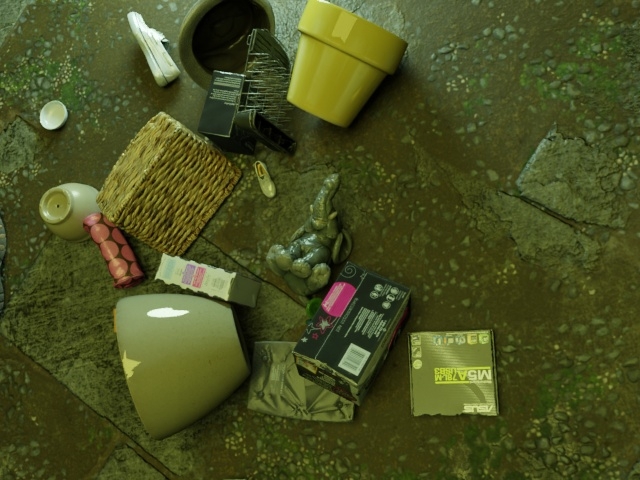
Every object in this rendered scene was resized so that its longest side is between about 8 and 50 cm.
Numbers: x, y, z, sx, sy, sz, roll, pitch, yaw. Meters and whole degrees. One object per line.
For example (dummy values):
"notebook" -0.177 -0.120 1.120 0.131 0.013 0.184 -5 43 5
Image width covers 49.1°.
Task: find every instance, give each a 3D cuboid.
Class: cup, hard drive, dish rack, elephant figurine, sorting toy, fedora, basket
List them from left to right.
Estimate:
"basket" -0.393 -0.142 1.790 0.299 0.223 0.213 -54 37 1
"cup" -0.292 0.254 1.587 0.237 0.331 0.331 -17 75 -4
"fedora" -0.250 -0.523 1.776 0.275 0.244 0.124 -49 41 2
"dish rack" -0.118 -0.364 1.695 0.074 0.208 0.271 5 79 25
"hard drive" -0.036 0.324 1.614 0.254 0.054 0.172 3 81 16
"sorting toy" -0.008 0.174 1.621 0.061 0.102 0.042 -50 29 -18
"elephant figurine" 0.000 0.000 1.621 0.169 0.186 0.239 39 62 -14

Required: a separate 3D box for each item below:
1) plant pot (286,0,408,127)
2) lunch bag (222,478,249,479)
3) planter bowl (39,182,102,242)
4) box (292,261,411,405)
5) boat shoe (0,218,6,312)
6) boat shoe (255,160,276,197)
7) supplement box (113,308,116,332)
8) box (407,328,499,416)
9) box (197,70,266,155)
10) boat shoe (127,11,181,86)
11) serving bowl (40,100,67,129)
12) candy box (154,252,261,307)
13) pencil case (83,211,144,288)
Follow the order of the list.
"plant pot" 0.040 -0.405 1.642 0.254 0.254 0.239 31 104 20
"lunch bag" -0.190 0.590 1.611 0.071 0.053 0.083 -8 87 17
"planter bowl" -0.669 -0.082 1.852 0.162 0.109 0.162 -3 78 16
"box" 0.075 0.202 1.519 0.163 0.142 0.247 24 65 19
"boat shoe" -0.941 0.060 1.903 0.116 0.123 0.324 -7 76 17
"boat shoe" -0.140 -0.153 1.745 0.035 0.035 0.100 -22 74 12
"supplement box" -0.472 0.198 1.777 0.098 0.036 0.062 -9 77 15
"box" 0.288 0.289 1.529 0.190 0.045 0.184 -4 76 17
"box" -0.215 -0.312 1.735 0.093 0.156 0.158 12 84 17
"boat shoe" -0.444 -0.524 1.894 0.076 0.083 0.226 -26 85 -1
"serving bowl" -0.744 -0.348 1.968 0.083 0.027 0.083 -3 79 16
"candy box" -0.264 0.097 1.666 0.196 0.165 0.070 14 83 18
"pencil case" -0.530 0.029 1.800 0.209 0.095 0.098 60 137 17
